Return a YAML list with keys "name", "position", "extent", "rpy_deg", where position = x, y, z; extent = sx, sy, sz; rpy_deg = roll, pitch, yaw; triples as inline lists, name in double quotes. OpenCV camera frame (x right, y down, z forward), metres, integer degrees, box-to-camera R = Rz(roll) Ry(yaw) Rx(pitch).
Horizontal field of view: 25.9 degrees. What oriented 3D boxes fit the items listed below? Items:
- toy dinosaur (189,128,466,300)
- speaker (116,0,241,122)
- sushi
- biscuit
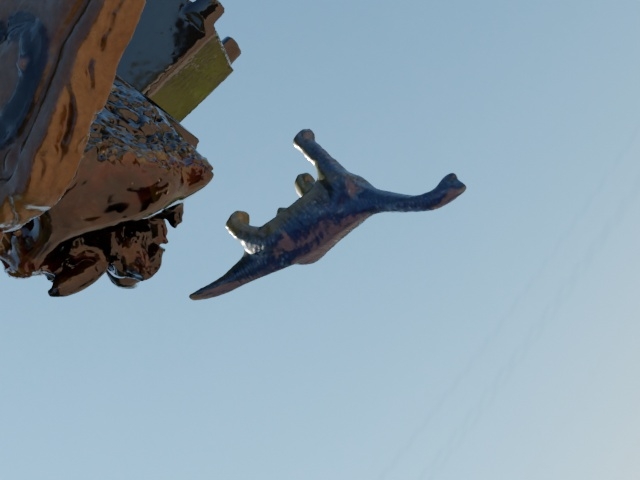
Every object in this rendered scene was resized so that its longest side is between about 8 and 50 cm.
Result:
- name: "toy dinosaur"
  position: [0.000, 0.000, 1.286]
  extent: [0.247, 0.188, 0.075]
  rpy_deg: [-46, -47, -3]
- name: "speaker"
  position: [-0.267, -0.256, 1.838]
  extent: [0.254, 0.232, 0.184]
  rpy_deg: [-44, -11, -4]
- name: "sushi"
  position: [-0.235, -0.052, 1.370]
  extent: [0.215, 0.212, 0.227]
  rpy_deg: [-53, -31, 2]
- name: "biscuit"
  position: [-0.173, -0.099, 0.778]
  extent: [0.041, 0.208, 0.290]
  rpy_deg: [22, -82, -35]
